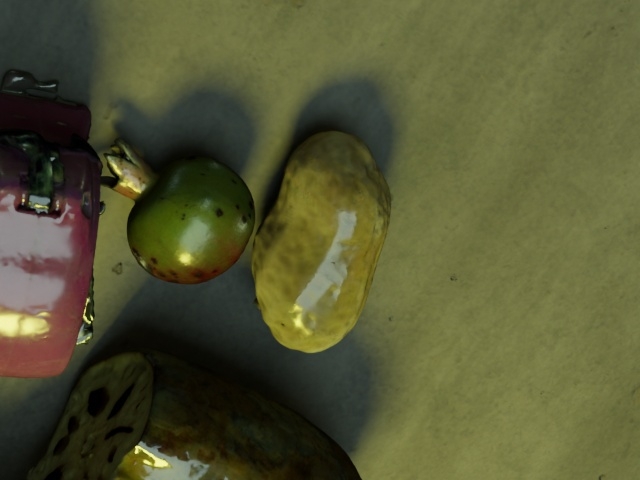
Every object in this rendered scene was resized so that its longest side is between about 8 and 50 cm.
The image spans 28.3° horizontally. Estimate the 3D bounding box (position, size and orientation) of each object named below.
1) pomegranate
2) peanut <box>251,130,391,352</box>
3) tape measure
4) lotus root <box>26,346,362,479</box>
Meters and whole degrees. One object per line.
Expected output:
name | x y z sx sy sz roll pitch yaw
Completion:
pomegranate | -0.144 -0.023 1.213 0.159 0.129 0.129 11 112 -13
peanut | 0.000 0.000 1.267 0.129 0.129 0.224 14 101 -22
tape measure | -0.264 -0.002 1.131 0.149 0.231 0.245 9 116 -20
lotus root | -0.104 0.268 1.300 0.346 0.250 0.250 34 102 -22
